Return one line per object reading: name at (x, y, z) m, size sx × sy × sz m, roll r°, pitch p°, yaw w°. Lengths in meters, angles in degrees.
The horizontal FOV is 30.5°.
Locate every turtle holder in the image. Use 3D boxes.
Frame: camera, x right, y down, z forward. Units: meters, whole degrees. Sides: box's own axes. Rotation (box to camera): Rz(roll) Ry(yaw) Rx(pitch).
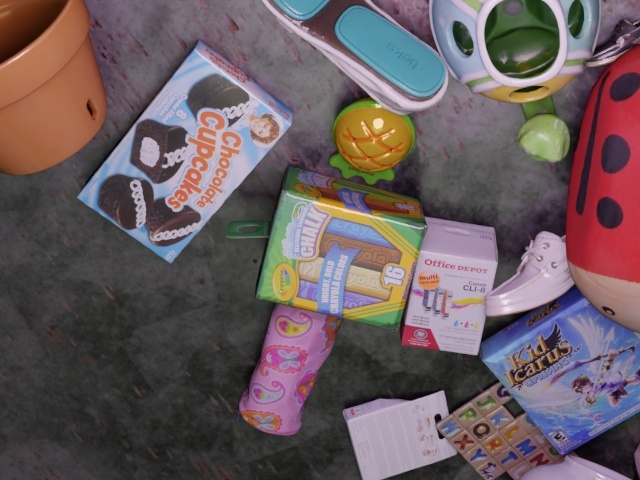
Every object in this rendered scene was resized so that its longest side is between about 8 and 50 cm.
turtle holder at (0.264, -0.283, 1.633) m, size 0.243 × 0.227 × 0.320 m, roll 12°, pitch 117°, yaw -3°

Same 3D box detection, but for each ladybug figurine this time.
ladybug figurine at (0.453, -0.088, 1.667) m, size 0.162 × 0.305 × 0.449 m, roll 5°, pitch 100°, yaw -6°

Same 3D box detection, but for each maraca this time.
maraca at (0.077, -0.149, 1.794) m, size 0.127 × 0.099 × 0.185 m, roll 17°, pitch 143°, yaw -1°

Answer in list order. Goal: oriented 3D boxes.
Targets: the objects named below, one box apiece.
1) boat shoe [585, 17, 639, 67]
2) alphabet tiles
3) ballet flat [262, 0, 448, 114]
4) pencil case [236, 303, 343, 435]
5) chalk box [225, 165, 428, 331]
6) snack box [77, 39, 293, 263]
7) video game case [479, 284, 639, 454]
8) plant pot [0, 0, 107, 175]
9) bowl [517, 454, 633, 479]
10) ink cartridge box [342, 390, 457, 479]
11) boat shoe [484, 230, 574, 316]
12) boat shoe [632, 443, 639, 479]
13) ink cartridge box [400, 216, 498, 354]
boat shoe at (0.451, -0.301, 1.711) m, size 0.152 × 0.056 × 0.049 m, roll -26°, pitch 108°, yaw 6°
alphabet tiles at (0.351, 0.351, 2.068) m, size 0.198 × 0.009 × 0.237 m, roll -37°, pitch 109°, yaw 16°
ballet flat at (0.010, -0.319, 1.679) m, size 0.400 × 0.139 × 0.139 m, roll 43°, pitch 113°, yaw 0°
pencil case at (-0.049, 0.191, 1.965) m, size 0.124 × 0.124 × 0.284 m, roll 18°, pitch 118°, yaw -5°
chalk box at (0.000, 0.000, 1.812) m, size 0.289 × 0.180 × 0.179 m, roll 14°, pitch 107°, yaw -4°
snack box at (-0.213, -0.134, 1.839) m, size 0.187 × 0.060 × 0.322 m, roll 36°, pitch 114°, yaw -14°
video game case at (0.445, 0.201, 1.957) m, size 0.269 × 0.061 × 0.244 m, roll -35°, pitch 109°, yaw 17°
plant pot at (-0.441, -0.234, 1.701) m, size 0.291 × 0.290 × 0.203 m, roll -16°, pitch 132°, yaw 12°
bowl at (0.456, 0.450, 1.980) m, size 0.298 × 0.298 × 0.134 m, roll 21°, pitch 91°, yaw -7°
ink cartridge box at (0.141, 0.340, 2.079) m, size 0.179 × 0.045 × 0.145 m, roll -18°, pitch 115°, yaw -7°
boat shoe at (0.354, 0.032, 1.820) m, size 0.277 × 0.098 × 0.096 m, roll -27°, pitch 100°, yaw -26°
boat shoe at (0.678, 0.313, 1.980) m, size 0.158 × 0.127 × 0.340 m, roll 19°, pitch 125°, yaw -13°
ink cartridge box at (0.203, 0.070, 1.875) m, size 0.128 × 0.127 × 0.176 m, roll 8°, pitch 116°, yaw 1°
